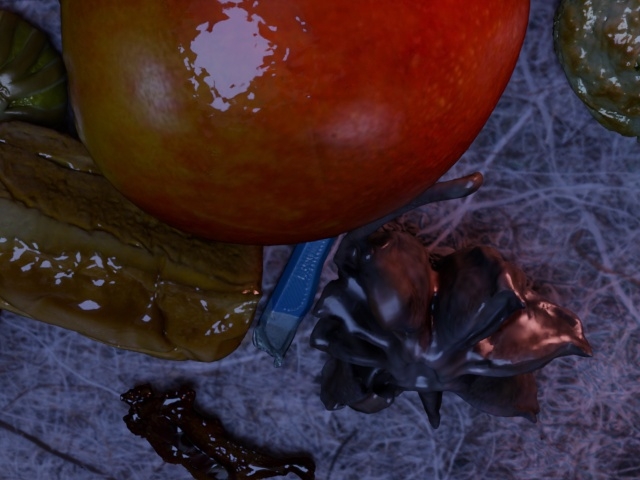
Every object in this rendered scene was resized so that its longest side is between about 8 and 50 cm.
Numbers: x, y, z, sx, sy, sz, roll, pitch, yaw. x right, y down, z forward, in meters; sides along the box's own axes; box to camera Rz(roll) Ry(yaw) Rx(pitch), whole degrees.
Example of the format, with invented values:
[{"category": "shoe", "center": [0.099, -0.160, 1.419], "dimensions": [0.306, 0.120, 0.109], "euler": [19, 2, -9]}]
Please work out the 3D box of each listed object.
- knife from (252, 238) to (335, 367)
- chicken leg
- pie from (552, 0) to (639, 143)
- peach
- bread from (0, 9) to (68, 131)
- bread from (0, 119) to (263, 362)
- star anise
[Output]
[{"category": "knife", "center": [0.000, -0.001, 1.490], "dimensions": [0.044, 0.026, 0.296], "euler": [24, 113, -7]}, {"category": "chicken leg", "center": [-0.113, 0.214, 1.589], "dimensions": [0.219, 0.048, 0.089], "euler": [32, 118, -8]}, {"category": "pie", "center": [0.323, -0.170, 1.334], "dimensions": [0.248, 0.090, 0.201], "euler": [38, 124, -10]}, {"category": "peach", "center": [-0.020, -0.178, 1.222], "dimensions": [0.388, 0.388, 0.388], "euler": [3, 115, 6]}, {"category": "bread", "center": [-0.285, -0.150, 1.433], "dimensions": [0.094, 0.083, 0.157], "euler": [-12, 112, -1]}, {"category": "bread", "center": [-0.198, 0.008, 1.408], "dimensions": [0.294, 0.166, 0.132], "euler": [16, 142, -17]}, {"category": "star anise", "center": [0.115, 0.065, 1.431], "dimensions": [0.316, 0.139, 0.359], "euler": [27, 140, -32]}]
